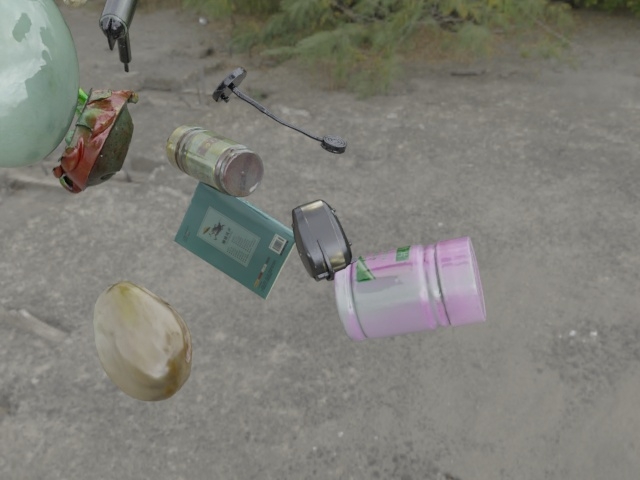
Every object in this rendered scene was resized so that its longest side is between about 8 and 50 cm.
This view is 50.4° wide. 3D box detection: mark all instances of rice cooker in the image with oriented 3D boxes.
[{"bbox_3d":[0.000,0.000,1.376,0.106,0.165,0.112,-28,-4,-11],"label":"rice cooker"}]

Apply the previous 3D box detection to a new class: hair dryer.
[{"bbox_3d":[-0.531,-0.528,1.812,0.077,0.248,0.196,6,56,-3],"label":"hair dryer"}]

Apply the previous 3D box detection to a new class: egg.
[{"bbox_3d":[-0.581,-0.318,1.223,0.276,0.389,0.276,-17,-10,-3],"label":"egg"}]

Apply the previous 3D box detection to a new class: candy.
[{"bbox_3d":[-0.600,-0.344,1.680,0.102,0.178,0.032,-2,50,44],"label":"candy"}]

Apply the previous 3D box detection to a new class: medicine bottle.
[{"bbox_3d":[-0.314,-0.238,2.013,0.151,0.151,0.322,-22,33,-34],"label":"medicine bottle"},{"bbox_3d":[0.212,0.117,1.615,0.325,0.212,0.212,-12,24,17],"label":"medicine bottle"}]

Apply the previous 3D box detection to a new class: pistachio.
[{"bbox_3d":[-0.396,0.227,1.518,0.197,0.166,0.288,-34,70,-5],"label":"pistachio"}]

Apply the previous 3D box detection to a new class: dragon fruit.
[{"bbox_3d":[-0.506,-0.228,1.535,0.130,0.268,0.295,21,-1,-24],"label":"dragon fruit"}]

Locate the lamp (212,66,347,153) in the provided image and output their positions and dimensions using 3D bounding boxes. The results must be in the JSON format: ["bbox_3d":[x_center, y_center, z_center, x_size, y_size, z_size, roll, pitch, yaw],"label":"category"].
[{"bbox_3d":[-0.096,-0.340,1.762,0.371,0.109,0.130,27,30,7],"label":"lamp"}]

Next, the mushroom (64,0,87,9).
[{"bbox_3d":[-0.537,-0.540,1.462,0.067,0.084,0.083,-16,30,-24],"label":"mushroom"}]

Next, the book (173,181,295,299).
[{"bbox_3d":[-0.278,-0.009,2.192,0.379,0.264,0.031,33,23,8],"label":"book"}]
